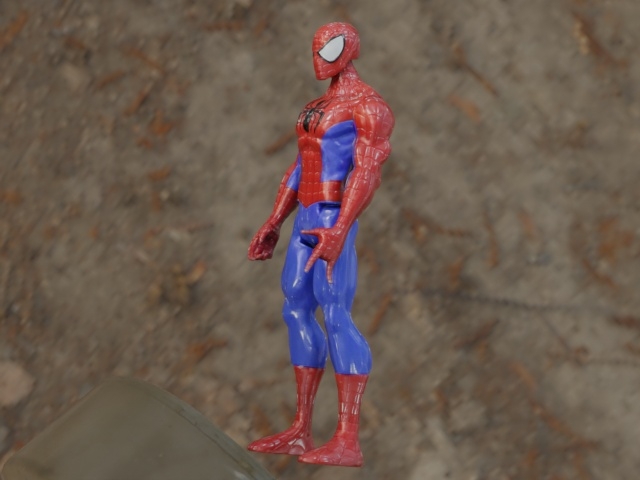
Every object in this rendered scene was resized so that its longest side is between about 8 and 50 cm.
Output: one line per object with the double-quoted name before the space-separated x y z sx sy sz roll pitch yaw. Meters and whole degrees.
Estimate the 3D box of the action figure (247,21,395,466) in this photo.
"action figure" 0.000 0.000 0.522 0.030 0.038 0.115 8 87 -31

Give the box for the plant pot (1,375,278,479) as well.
"plant pot" -0.100 0.264 0.826 0.280 0.323 0.323 -36 83 -20
